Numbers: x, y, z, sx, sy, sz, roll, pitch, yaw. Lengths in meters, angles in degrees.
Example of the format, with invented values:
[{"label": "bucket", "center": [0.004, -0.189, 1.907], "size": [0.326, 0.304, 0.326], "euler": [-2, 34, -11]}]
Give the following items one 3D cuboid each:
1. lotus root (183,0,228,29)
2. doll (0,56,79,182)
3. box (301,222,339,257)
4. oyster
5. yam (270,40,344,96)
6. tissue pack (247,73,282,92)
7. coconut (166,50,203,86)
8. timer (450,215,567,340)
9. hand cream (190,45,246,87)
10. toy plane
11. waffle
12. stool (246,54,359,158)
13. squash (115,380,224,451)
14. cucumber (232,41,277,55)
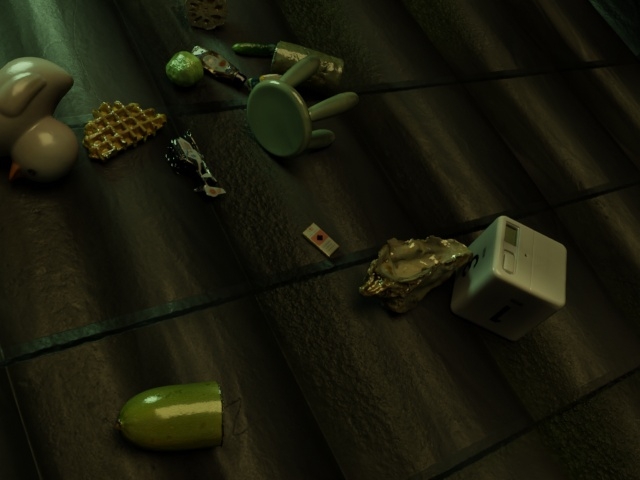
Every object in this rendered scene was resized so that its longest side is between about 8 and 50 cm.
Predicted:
[{"label": "lotus root", "center": [-0.307, -0.635, 1.822], "size": [0.112, 0.122, 0.081], "euler": [-10, 53, -3]}, {"label": "doll", "center": [-0.570, -0.233, 1.367], "size": [0.221, 0.221, 0.251], "euler": [29, 76, -5]}, {"label": "box", "center": [0.000, 0.000, 1.589], "size": [0.083, 0.012, 0.046], "euler": [41, 50, 6]}, {"label": "oyster", "center": [0.205, 0.074, 1.570], "size": [0.166, 0.110, 0.341], "euler": [33, 44, 20]}, {"label": "yam", "center": [-0.041, -0.465, 1.836], "size": [0.194, 0.107, 0.107], "euler": [15, 52, -15]}, {"label": "tissue pack", "center": [-0.143, -0.405, 1.759], "size": [0.062, 0.083, 0.042], "euler": [-18, 106, -33]}, {"label": "coconut", "center": [-0.332, -0.424, 1.684], "size": [0.088, 0.088, 0.096], "euler": [37, 55, 2]}, {"label": "timer", "center": [0.447, 0.092, 1.621], "size": [0.194, 0.195, 0.192], "euler": [25, 50, -7]}, {"label": "hand cream", "center": [-0.267, -0.450, 1.763], "size": [0.163, 0.039, 0.062], "euler": [30, 65, -1]}, {"label": "toy plane", "center": [-0.289, -0.173, 1.547], "size": [0.078, 0.053, 0.197], "euler": [-14, 60, -43]}, {"label": "waffle", "center": [-0.440, -0.239, 1.523], "size": [0.160, 0.046, 0.192], "euler": [18, 52, -13]}, {"label": "stool", "center": [-0.051, -0.321, 1.680], "size": [0.195, 0.195, 0.198], "euler": [45, 45, 9]}, {"label": "squash", "center": [-0.259, 0.310, 1.180], "size": [0.186, 0.123, 0.123], "euler": [-2, 58, -23]}, {"label": "cucumber", "center": [-0.166, -0.524, 1.863], "size": [0.155, 0.037, 0.037], "euler": [-7, 61, -29]}]
